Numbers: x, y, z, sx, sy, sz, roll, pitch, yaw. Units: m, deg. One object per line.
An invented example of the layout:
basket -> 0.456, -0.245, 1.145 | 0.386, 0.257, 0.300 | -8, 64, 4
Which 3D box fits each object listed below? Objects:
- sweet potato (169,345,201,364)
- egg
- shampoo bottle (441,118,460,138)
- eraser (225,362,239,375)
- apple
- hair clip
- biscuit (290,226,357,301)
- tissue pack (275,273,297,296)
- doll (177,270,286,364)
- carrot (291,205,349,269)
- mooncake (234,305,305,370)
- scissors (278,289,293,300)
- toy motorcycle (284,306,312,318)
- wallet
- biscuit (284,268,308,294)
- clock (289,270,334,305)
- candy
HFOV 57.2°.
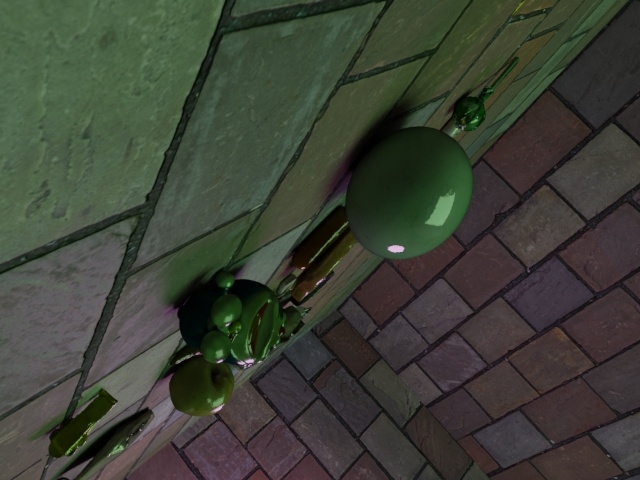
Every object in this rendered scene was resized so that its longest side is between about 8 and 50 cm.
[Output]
sweet potato -> -0.312, 0.278, 1.654 | 0.250, 0.059, 0.069 | -31, 178, -33
egg -> 0.203, -0.105, 1.374 | 0.276, 0.276, 0.389 | -37, 168, -27
shampoo bottle -> 0.402, -0.337, 1.834 | 0.152, 0.045, 0.077 | -48, 169, 32
eraser -> -0.433, 0.569, 2.341 | 0.227, 0.081, 0.174 | -28, 162, -53
apple -> -0.363, 0.440, 1.783 | 0.200, 0.200, 0.200 | -41, 170, -9
hair clip -> -0.542, 0.415, 1.330 | 0.173, 0.072, 0.046 | -49, 169, -16
biscuit -> 0.057, 0.014, 1.833 | 0.385, 0.062, 0.365 | -48, 179, -35
tissue pack -> -0.115, 0.150, 1.959 | 0.056, 0.023, 0.108 | -35, 169, -28
doll -> -0.197, 0.180, 1.330 | 0.322, 0.186, 0.198 | 32, 75, -62
carrot -> 0.000, 0.000, 1.658 | 0.225, 0.067, 0.067 | -47, 169, 14
mooncake -> -0.203, 0.331, 2.034 | 0.254, 0.136, 0.250 | -37, 174, 22
scissors -> -0.153, 0.212, 2.000 | 0.134, 0.020, 0.187 | -28, 174, -37
toy motorcycle -> -0.133, 0.312, 2.324 | 0.150, 0.102, 0.221 | -35, 165, 26
wallet -> -0.677, 0.672, 1.907 | 0.275, 0.068, 0.335 | -40, 177, 11
biscuit -> -0.038, 0.114, 2.124 | 0.203, 0.016, 0.144 | -49, 168, 29
clock -> -0.033, 0.187, 2.384 | 0.215, 0.042, 0.215 | -41, 170, -8
candy -> 0.495, -0.441, 1.721 | 0.323, 0.097, 0.097 | -48, 173, -21
